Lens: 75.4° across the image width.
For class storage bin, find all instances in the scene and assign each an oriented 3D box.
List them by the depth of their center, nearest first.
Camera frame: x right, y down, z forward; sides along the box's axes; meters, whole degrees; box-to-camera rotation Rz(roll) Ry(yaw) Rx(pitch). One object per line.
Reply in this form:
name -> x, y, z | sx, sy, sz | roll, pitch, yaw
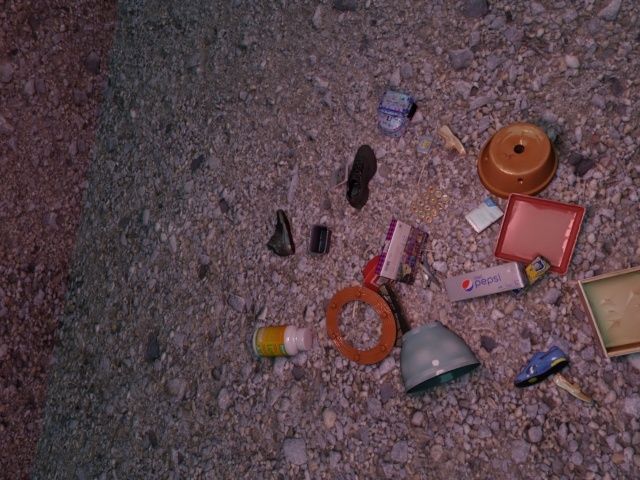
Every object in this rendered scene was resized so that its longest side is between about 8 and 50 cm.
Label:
storage bin -> 1.055, 0.233, 1.412 | 0.260, 0.123, 0.263 | -18, 76, 19
storage bin -> 0.000, 0.000, 1.888 | 0.098, 0.091, 0.135 | 5, 84, 22

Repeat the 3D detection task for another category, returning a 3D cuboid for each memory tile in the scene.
memory tile -> 0.467, -0.154, 1.764 | 0.113, 0.012, 0.148 | 42, 98, 21

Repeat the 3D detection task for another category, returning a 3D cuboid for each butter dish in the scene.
butter dish -> 0.243, 0.125, 1.759 | 0.160, 0.160, 0.118 | -52, 43, 7

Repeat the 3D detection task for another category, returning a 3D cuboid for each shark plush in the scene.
shark plush -> 0.451, 0.137, 1.723 | 0.067, 0.073, 0.162 | -9, 62, -4

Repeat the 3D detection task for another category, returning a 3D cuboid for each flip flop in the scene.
flip flop -> 0.311, 0.305, 1.720 | 0.112, 0.080, 0.278 | -18, 89, 29

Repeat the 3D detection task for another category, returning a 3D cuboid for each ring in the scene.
ring -> 0.160, 0.362, 1.755 | 0.336, 0.032, 0.338 | 4, 97, 33

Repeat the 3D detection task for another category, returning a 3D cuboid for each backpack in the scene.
backpack -> 0.322, -0.551, 1.824 | 0.158, 0.116, 0.174 | 28, 96, 24

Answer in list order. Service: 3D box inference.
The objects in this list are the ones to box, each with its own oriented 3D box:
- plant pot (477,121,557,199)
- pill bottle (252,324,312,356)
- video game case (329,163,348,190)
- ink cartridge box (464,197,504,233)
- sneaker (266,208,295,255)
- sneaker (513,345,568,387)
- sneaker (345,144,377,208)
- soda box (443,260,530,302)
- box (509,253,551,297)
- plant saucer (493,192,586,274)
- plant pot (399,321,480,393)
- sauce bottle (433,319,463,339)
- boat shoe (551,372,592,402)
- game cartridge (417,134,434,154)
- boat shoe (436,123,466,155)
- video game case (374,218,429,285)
plant pot -> 0.748, -0.315, 1.571 | 0.290, 0.203, 0.292 | -3, 81, 21
pill bottle -> -0.169, 0.451, 1.867 | 0.245, 0.136, 0.137 | -9, 79, 21
video game case -> 0.083, -0.288, 1.896 | 0.122, 0.011, 0.087 | -25, 54, 49
ink cartridge box -> 0.653, -0.096, 1.659 | 0.122, 0.052, 0.089 | -39, 70, 11
sneaker -> -0.205, -0.032, 1.977 | 0.130, 0.087, 0.228 | -13, 83, 13
sneaker -> 0.797, 0.464, 1.524 | 0.209, 0.069, 0.082 | -42, 37, 21
sneaker -> 0.177, -0.292, 1.838 | 0.108, 0.130, 0.287 | 6, 84, 25
soda box -> 0.623, 0.158, 1.567 | 0.286, 0.091, 0.098 | -22, 74, 39
box -> 0.774, 0.131, 1.544 | 0.054, 0.059, 0.169 | 42, 119, 16
plant saucer -> 0.819, -0.028, 1.566 | 0.258, 0.047, 0.260 | 16, 99, 23
plant pot -> 0.420, 0.430, 1.568 | 0.292, 0.293, 0.197 | -30, 60, 16
sauce bottle -> 0.508, 0.368, 1.659 | 0.128, 0.042, 0.042 | 37, 97, 25
boat shoe -> 0.900, 0.522, 1.473 | 0.135, 0.050, 0.045 | 31, 100, 23
game cartridge -> 0.455, -0.418, 1.805 | 0.055, 0.017, 0.084 | 21, 91, 27
boat shoe -> 0.549, -0.412, 1.744 | 0.059, 0.063, 0.170 | -37, 62, 16
video game case -> 0.335, 0.052, 1.688 | 0.041, 0.210, 0.232 | 17, 89, 52
